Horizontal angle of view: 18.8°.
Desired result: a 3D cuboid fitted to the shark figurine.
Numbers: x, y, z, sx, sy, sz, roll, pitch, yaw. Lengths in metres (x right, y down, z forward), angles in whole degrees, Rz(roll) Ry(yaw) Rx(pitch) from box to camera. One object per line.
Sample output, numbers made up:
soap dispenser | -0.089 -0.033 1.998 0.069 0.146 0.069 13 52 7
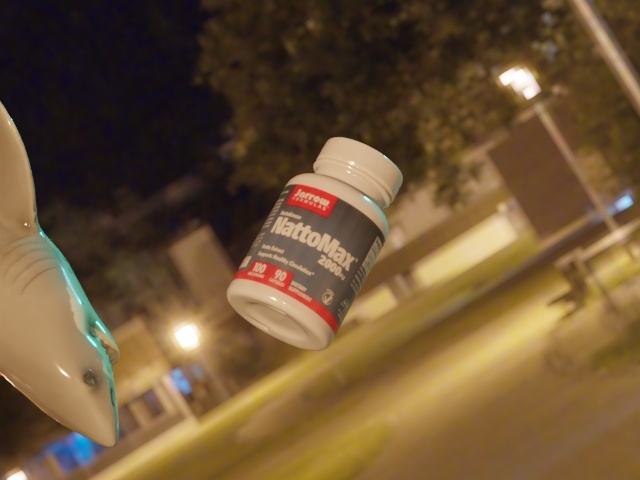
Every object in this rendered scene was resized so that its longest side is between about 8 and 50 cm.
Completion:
shark figurine | -0.203 0.021 0.952 0.116 0.166 0.278 -23 12 -26

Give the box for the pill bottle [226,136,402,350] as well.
pill bottle | 0.000 0.000 1.780 0.180 0.108 0.108 -62 9 -18
